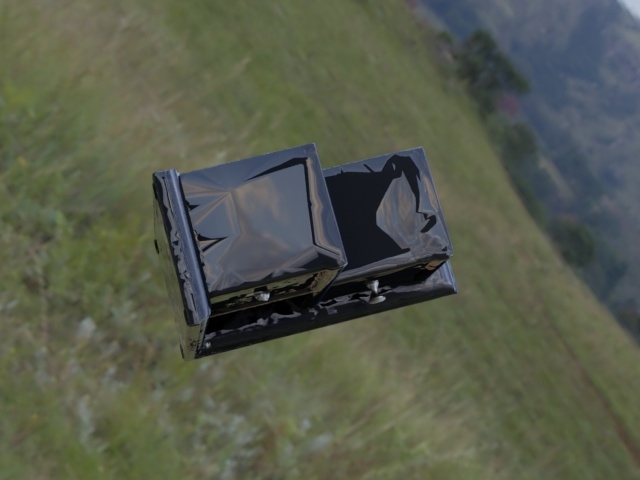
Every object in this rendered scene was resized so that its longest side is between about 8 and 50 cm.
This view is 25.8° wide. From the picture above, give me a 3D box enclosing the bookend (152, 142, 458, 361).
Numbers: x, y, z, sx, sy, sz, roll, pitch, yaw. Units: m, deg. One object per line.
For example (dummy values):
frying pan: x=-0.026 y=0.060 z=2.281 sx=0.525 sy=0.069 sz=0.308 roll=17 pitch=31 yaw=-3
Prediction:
bookend: x=0.000 y=0.000 z=0.693 sx=0.156 sy=0.157 sz=0.072 roll=122 pitch=-47 yaw=-77
